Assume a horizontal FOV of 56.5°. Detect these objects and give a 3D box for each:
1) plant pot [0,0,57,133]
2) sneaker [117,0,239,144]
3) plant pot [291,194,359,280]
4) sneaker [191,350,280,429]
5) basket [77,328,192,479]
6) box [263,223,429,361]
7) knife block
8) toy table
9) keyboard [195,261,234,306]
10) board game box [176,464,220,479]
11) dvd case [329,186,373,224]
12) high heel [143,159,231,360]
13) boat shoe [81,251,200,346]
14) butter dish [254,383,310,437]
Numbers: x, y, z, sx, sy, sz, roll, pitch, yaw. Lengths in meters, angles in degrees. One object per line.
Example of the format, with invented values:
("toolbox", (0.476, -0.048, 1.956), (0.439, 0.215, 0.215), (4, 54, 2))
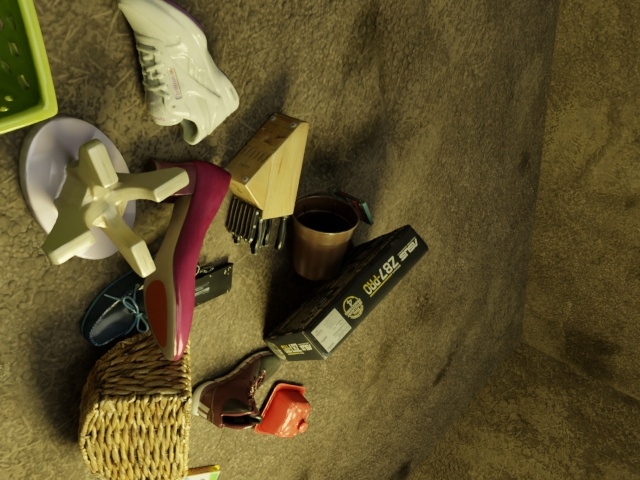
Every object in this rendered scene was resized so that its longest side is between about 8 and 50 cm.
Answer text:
("plant pot", (-0.475, -0.244, 0.682), (0.227, 0.207, 0.228), (-29, 132, -37))
("sneaker", (-0.251, -0.285, 1.010), (0.152, 0.114, 0.305), (-54, 143, -15))
("plant pot", (0.000, 0.000, 1.475), (0.167, 0.167, 0.165), (-26, 139, -40))
("sneaker", (-0.172, 0.390, 1.489), (0.281, 0.163, 0.106), (-25, 130, -40))
("basket", (-0.376, 0.328, 1.219), (0.214, 0.223, 0.299), (0, 129, -15))
("box", (0.056, 0.139, 1.516), (0.395, 0.318, 0.097), (-44, 98, -25))
("knife block", (-0.104, -0.109, 1.327), (0.275, 0.088, 0.242), (-51, 143, -16))
("toy table", (-0.360, -0.064, 0.979), (0.252, 0.161, 0.274), (-47, 140, -22))
("keyboard", (-0.267, 0.096, 1.310), (0.180, 0.023, 0.108), (-25, 136, -42))
("board game box", (-0.364, 0.650, 1.530), (0.259, 0.039, 0.124), (19, 97, -57))
("dvd case", (0.079, -0.089, 1.537), (0.013, 0.119, 0.087), (-50, 141, -18))
("high heel", (-0.232, 0.031, 1.131), (0.181, 0.127, 0.377), (1, 87, -43))
("boat shoe", (-0.347, 0.106, 1.158), (0.258, 0.089, 0.109), (-49, 142, -19))
("butter dish", (-0.086, 0.507, 1.709), (0.160, 0.118, 0.160), (29, 89, -53))
